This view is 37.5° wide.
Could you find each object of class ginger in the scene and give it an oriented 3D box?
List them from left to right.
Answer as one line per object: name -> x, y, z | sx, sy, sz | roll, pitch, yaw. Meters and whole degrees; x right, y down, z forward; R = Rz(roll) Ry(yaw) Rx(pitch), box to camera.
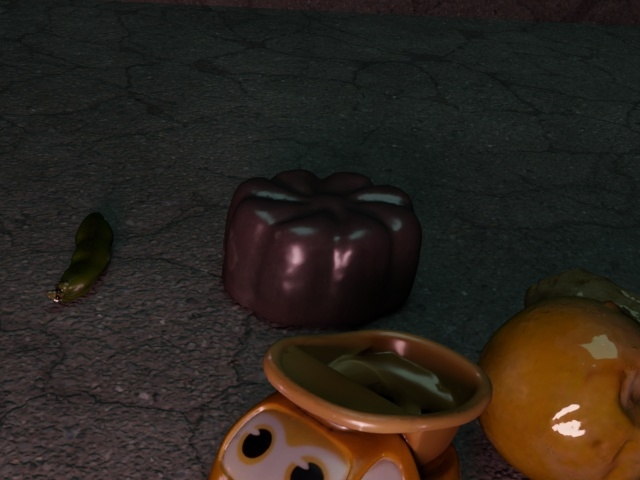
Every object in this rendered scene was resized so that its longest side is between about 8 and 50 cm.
ginger -> 0.436, 0.140, 1.280 | 0.354, 0.126, 0.190 | 21, 25, 27

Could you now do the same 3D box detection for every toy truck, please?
toy truck -> 0.028, 0.219, 0.923 | 0.288, 0.211, 0.204 | -10, 26, -45

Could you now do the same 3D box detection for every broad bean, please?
broad bean -> -0.344, 0.022, 1.396 | 0.065, 0.046, 0.254 | 6, 28, -4

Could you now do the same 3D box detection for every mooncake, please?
mooncake -> 0.000, 0.000, 1.415 | 0.306, 0.154, 0.306 | 7, 25, -3

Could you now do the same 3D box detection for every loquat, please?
loquat -> 0.294, 0.177, 1.088 | 0.244, 0.243, 0.244 | 6, 28, -3
